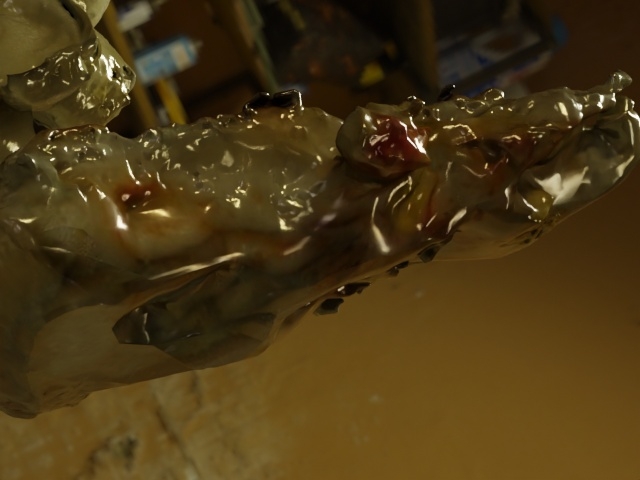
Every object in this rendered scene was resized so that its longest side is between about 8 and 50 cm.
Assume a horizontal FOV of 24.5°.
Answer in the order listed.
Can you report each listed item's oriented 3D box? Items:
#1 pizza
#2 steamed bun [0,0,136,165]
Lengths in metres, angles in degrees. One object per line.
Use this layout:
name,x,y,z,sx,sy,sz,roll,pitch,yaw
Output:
pizza,0.000,0.000,0.575,0.071,0.297,0.189,63,-32,19
steamed bun,-0.209,-0.116,0.929,0.177,0.192,0.106,47,-32,33
